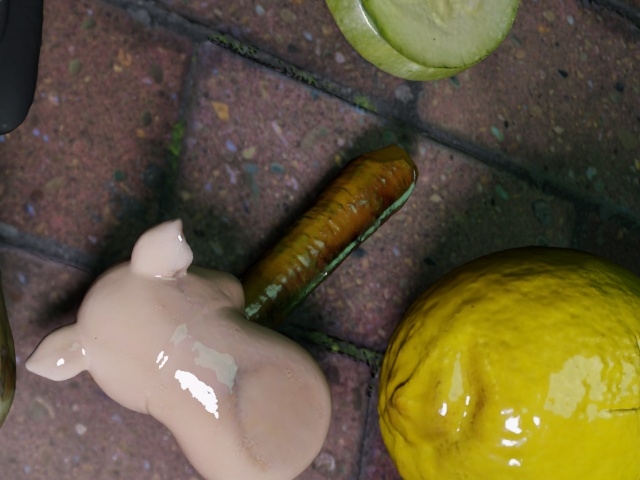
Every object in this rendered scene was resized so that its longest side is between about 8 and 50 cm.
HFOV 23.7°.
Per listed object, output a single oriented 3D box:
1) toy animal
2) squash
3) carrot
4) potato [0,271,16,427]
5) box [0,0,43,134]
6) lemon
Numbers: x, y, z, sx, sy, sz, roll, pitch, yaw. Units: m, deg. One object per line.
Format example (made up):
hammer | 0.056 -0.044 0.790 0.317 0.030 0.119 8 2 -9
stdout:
toy animal | -0.100 0.112 1.278 0.250 0.154 0.166 40 79 -19
squash | 0.108 -0.288 1.578 0.252 0.049 0.252 8 76 -35
carrot | 0.000 0.000 1.433 0.260 0.070 0.070 -45 107 -31
potato | -0.310 0.048 1.139 0.165 0.165 0.262 -14 96 -37
box | -0.325 -0.185 1.250 0.213 0.042 0.201 8 74 -35
lemon | 0.200 0.144 1.410 0.297 0.297 0.297 8 76 -34
